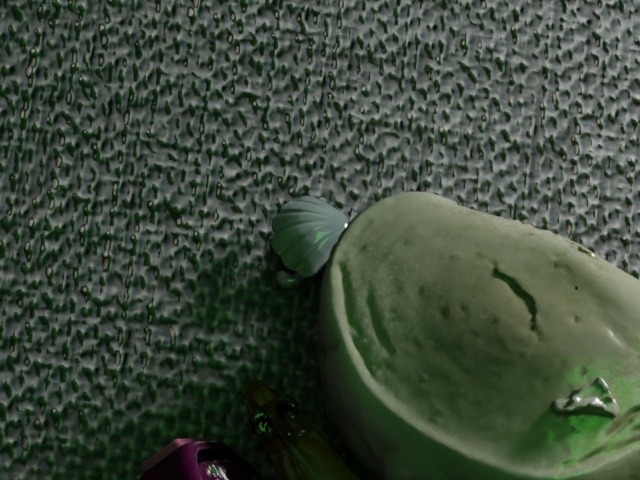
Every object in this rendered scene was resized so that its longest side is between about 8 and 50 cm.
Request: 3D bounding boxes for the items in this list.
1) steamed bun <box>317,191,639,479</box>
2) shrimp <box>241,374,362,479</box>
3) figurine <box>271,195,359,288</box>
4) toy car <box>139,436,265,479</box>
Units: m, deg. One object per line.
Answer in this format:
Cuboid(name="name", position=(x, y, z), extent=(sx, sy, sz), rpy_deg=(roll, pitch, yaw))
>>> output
Cuboid(name="steamed bun", position=(0.158, 0.141, 1.381), extent=(0.383, 0.247, 0.236), rpy_deg=(23, 66, 19))
Cuboid(name="shrimp", position=(0.021, 0.230, 1.384), extent=(0.062, 0.154, 0.294), rpy_deg=(-31, 73, -4))
Cuboid(name="figurine", position=(0.000, 0.000, 1.525), extent=(0.086, 0.082, 0.094), rpy_deg=(-5, 59, 6))
Cuboid(name="toy car", position=(-0.082, 0.346, 1.341), extent=(0.240, 0.271, 0.340), rpy_deg=(-35, 77, 8))
